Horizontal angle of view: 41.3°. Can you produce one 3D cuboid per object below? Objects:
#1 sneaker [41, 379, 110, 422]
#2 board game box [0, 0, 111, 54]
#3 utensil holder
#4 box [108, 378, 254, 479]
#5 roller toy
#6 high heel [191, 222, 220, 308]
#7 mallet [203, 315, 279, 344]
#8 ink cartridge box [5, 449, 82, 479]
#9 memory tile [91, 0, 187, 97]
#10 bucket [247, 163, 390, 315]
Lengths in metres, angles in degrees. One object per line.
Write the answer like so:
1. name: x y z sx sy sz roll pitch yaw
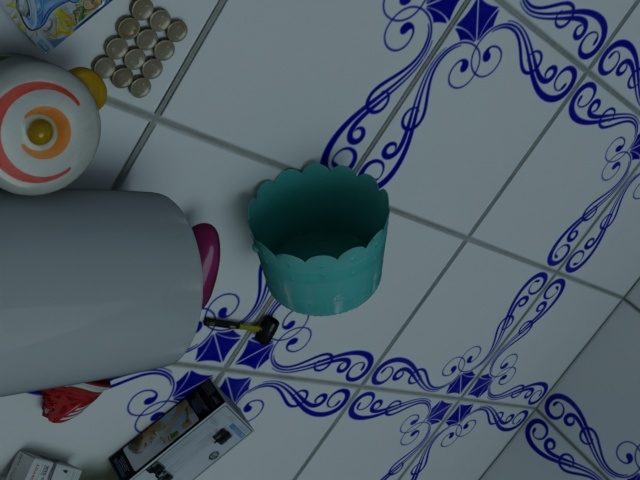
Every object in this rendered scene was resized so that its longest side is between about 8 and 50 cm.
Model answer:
1. sneaker: -0.517 0.295 1.627 0.128 0.087 0.221 -52 139 8
2. board game box: -0.397 -0.374 1.179 0.136 0.035 0.201 -41 140 -3
3. utensil holder: -0.426 0.076 1.329 0.385 0.327 0.327 -2 125 -42
4. box: -0.314 0.468 1.944 0.290 0.087 0.169 -37 140 -7
5. roller toy: -0.421 -0.166 1.222 0.209 0.146 0.191 2 105 -39
6. high heel: -0.327 0.121 1.591 0.181 0.127 0.377 -3 130 -51
7. mallet: -0.178 0.197 1.865 0.190 0.039 0.062 5 117 -38
8. ink cartridge box: -0.574 0.499 1.751 0.135 0.056 0.099 38 69 -50
9. memory tile: -0.287 -0.305 1.350 0.113 0.012 0.148 23 108 -48
10. bucket: 0.000 0.000 1.663 0.281 0.281 0.183 -26 139 -21
